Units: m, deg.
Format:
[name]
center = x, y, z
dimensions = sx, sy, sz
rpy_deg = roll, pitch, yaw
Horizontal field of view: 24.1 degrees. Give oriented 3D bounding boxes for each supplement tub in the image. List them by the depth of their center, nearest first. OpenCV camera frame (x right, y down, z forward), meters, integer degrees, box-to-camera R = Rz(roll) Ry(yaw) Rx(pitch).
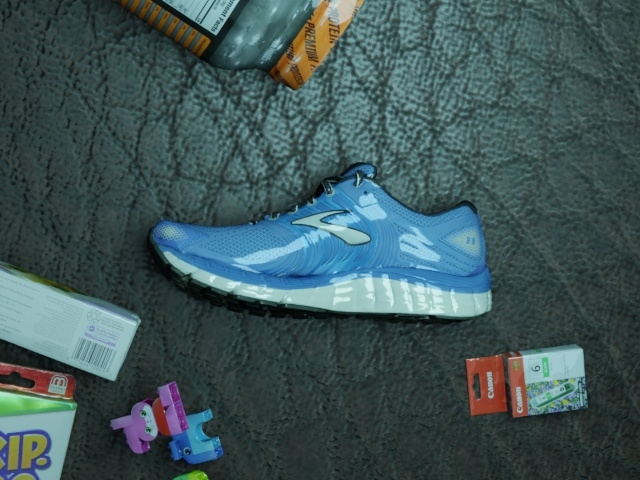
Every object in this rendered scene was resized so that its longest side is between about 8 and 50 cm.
[supplement tub]
center = -0.118, -0.291, 1.330
dimensions = 0.338, 0.207, 0.207
rpy_deg = 33, 92, -9

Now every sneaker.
[sneaker]
center = 0.000, 0.000, 1.432
dimensions = 0.330, 0.130, 0.147
rpy_deg = 4, 82, -9

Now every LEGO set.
[LEGO set]
center = -0.139, 0.251, 1.448
dimensions = 0.093, 0.087, 0.227
rpy_deg = -16, 91, 19

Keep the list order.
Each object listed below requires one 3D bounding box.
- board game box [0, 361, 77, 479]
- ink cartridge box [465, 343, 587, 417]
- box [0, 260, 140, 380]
[board game box]
center = -0.318, 0.246, 1.440
dimensions = 0.124, 0.039, 0.259
rpy_deg = 13, 89, -21
[ink cartridge box]
center = 0.206, 0.143, 1.501
dimensions = 0.115, 0.029, 0.063
rpy_deg = -7, 97, -5
[box]
center = -0.331, 0.044, 1.418
dimensions = 0.324, 0.063, 0.067
rpy_deg = 21, 93, -8
